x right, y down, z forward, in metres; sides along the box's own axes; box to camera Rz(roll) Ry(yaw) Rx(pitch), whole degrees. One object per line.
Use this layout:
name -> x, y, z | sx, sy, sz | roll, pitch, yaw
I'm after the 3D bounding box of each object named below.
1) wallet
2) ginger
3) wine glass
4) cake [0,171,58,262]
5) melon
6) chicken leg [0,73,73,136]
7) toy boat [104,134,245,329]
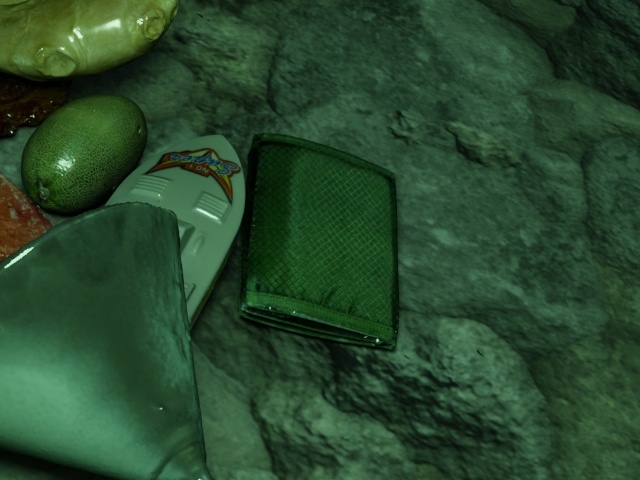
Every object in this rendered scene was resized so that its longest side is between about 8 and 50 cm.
wallet -> -0.001, 0.002, 1.751 | 0.160, 0.055, 0.236 | 13, 47, -12
ginger -> -0.357, -0.221, 1.775 | 0.348, 0.122, 0.363 | -24, 42, -27
wine glass -> -0.087, 0.193, 1.366 | 0.267, 0.267, 0.406 | -27, 64, -41
cake -> -0.340, -0.021, 1.611 | 0.220, 0.086, 0.117 | 39, 42, 18
melon -> -0.224, -0.087, 1.720 | 0.099, 0.099, 0.162 | 29, 40, 9
chicken leg -> -0.299, -0.159, 1.807 | 0.089, 0.048, 0.219 | 35, 43, 12
toy boat -> -0.143, -0.013, 1.679 | 0.129, 0.088, 0.295 | 20, 42, 5
